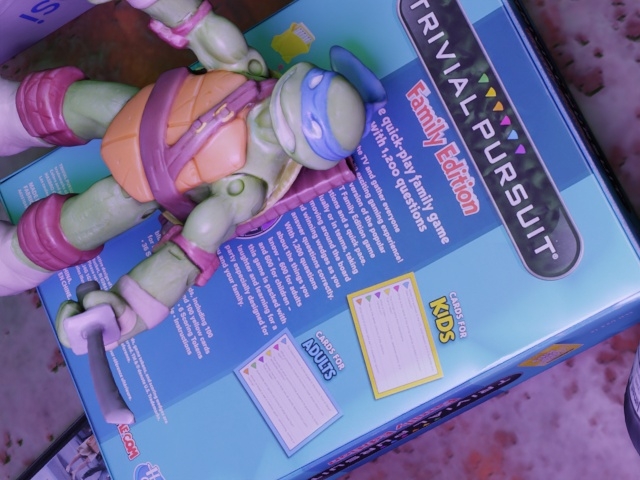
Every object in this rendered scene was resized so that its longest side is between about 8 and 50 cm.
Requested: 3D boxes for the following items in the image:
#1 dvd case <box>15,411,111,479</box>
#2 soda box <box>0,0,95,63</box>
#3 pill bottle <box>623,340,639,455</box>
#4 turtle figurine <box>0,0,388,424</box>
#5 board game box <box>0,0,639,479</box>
[{"bbox_3d":[-0.162,0.241,0.973,0.253,0.022,0.180,-44,70,14],"label":"dvd case"},{"bbox_3d":[-0.235,-0.175,0.998,0.286,0.098,0.091,-28,76,18],"label":"soda box"},{"bbox_3d":[0.225,0.048,0.731,0.130,0.130,0.245,24,128,23],"label":"pill bottle"},{"bbox_3d":[-0.130,-0.050,0.774,0.266,0.275,0.197,-10,111,43],"label":"turtle figurine"},{"bbox_3d":[0.000,0.000,0.884,0.336,0.079,0.253,-29,73,15],"label":"board game box"}]
